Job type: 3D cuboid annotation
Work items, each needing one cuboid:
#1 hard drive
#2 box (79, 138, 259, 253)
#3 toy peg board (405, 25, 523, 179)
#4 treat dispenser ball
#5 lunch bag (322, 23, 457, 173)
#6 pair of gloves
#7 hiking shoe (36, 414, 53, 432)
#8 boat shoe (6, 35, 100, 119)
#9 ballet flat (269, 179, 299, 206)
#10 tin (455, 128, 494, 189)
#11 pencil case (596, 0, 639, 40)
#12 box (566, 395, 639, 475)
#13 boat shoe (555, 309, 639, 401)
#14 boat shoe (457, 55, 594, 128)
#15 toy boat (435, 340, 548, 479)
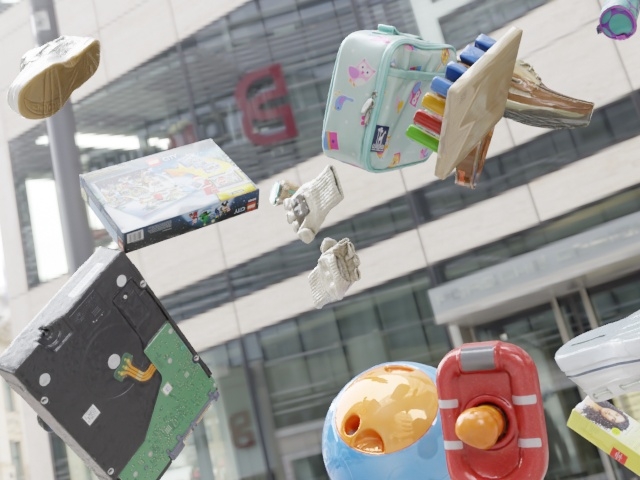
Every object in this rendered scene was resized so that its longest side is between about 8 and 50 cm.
[{"bbox_3d":[-0.301,0.207,1.299,0.064,0.237,0.338,8,-40,39],"label":"hard drive"},{"bbox_3d":[-0.235,-0.075,1.361,0.233,0.159,0.044,-20,-43,-29],"label":"box"},{"bbox_3d":[0.185,-0.197,1.172,0.161,0.079,0.160,-45,-26,-29],"label":"toy peg board"},{"bbox_3d":[0.146,0.357,1.530,0.288,0.288,0.288,-13,-17,-4],"label":"treat dispenser ball"},{"bbox_3d":[0.118,-0.230,1.403,0.108,0.223,0.279,24,20,26],"label":"lunch bag"},{"bbox_3d":[0.000,0.000,1.635,0.042,0.240,0.204,-8,-12,-27],"label":"pair of gloves"},{"bbox_3d":[-0.434,0.364,1.823,0.304,0.132,0.113,-7,-49,-21],"label":"hiking shoe"},{"bbox_3d":[-0.498,-0.300,1.564,0.096,0.277,0.098,17,-57,6],"label":"boat shoe"},{"bbox_3d":[-0.088,-0.117,2.220,0.067,0.073,0.206,12,3,-9],"label":"ballet flat"},{"bbox_3d":[0.257,-0.172,1.416,0.040,0.189,0.106,16,-29,12],"label":"tin"},{"bbox_3d":[0.516,-0.398,1.479,0.065,0.151,0.070,3,-51,28],"label":"pencil case"},{"bbox_3d":[0.649,0.424,1.844,0.087,0.232,0.058,-30,-38,-37],"label":"box"},{"bbox_3d":[0.326,0.113,0.860,0.083,0.075,0.226,-36,-3,-21],"label":"boat shoe"},{"bbox_3d":[0.385,-0.305,1.737,0.324,0.119,0.122,14,-1,15],"label":"boat shoe"},{"bbox_3d":[0.233,0.262,1.224,0.151,0.230,0.151,-10,-5,25],"label":"toy boat"}]
